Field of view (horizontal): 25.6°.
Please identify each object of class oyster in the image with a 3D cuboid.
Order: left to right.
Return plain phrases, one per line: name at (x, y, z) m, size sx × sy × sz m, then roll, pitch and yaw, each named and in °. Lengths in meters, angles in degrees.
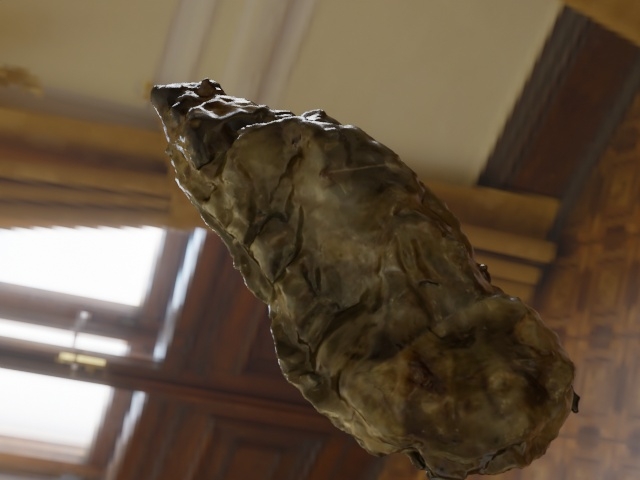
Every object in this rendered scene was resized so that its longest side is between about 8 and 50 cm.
oyster at (0.003, -0.001, 0.752) m, size 0.345 × 0.129 × 0.078 m, roll 47°, pitch 158°, yaw 36°
